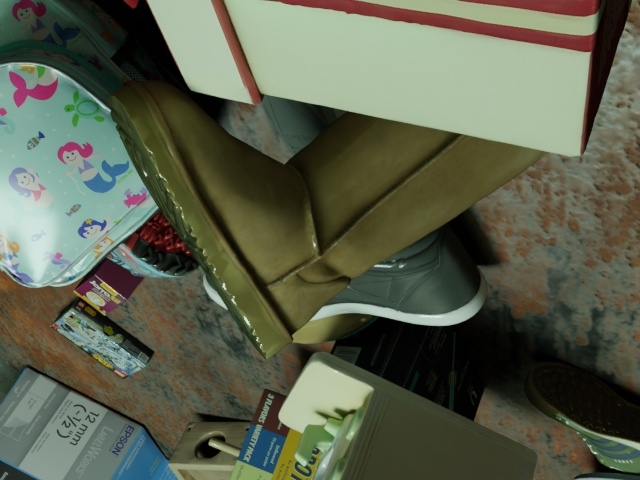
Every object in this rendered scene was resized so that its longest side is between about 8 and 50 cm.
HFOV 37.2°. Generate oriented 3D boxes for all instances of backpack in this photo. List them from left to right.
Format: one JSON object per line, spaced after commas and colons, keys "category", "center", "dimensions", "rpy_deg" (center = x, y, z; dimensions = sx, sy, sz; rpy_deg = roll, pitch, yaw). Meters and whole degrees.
{"category": "backpack", "center": [-0.249, -0.101, 0.836], "dimensions": [0.225, 0.191, 0.253], "rpy_deg": [-38, 106, 12]}

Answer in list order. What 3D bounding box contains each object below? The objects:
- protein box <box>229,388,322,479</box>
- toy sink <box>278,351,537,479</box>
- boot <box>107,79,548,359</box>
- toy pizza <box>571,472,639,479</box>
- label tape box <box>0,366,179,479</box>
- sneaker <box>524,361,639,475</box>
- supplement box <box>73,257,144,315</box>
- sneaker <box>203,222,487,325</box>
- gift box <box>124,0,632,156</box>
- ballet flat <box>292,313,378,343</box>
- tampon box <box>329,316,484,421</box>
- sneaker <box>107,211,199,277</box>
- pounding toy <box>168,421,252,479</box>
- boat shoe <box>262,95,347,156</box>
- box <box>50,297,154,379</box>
{"category": "protein box", "center": [0.021, 0.292, 1.173], "dimensions": [0.199, 0.136, 0.201], "rpy_deg": [17, 167, 18]}
{"category": "toy sink", "center": [0.060, 0.235, 0.910], "dimensions": [0.234, 0.131, 0.153], "rpy_deg": [26, 143, -1]}
{"category": "boot", "center": [0.021, -0.075, 0.633], "dimensions": [0.089, 0.269, 0.236], "rpy_deg": [43, 165, 44]}
{"category": "toy pizza", "center": [0.365, 0.289, 1.011], "dimensions": [0.201, 0.032, 0.201], "rpy_deg": [13, 159, 5]}
{"category": "label tape box", "center": [-0.412, 0.405, 1.600], "dimensions": [0.347, 0.249, 0.115], "rpy_deg": [25, 147, 7]}
{"category": "sneaker", "center": [0.288, 0.195, 0.965], "dimensions": [0.192, 0.064, 0.086], "rpy_deg": [22, 141, 5]}
{"category": "supplement box", "center": [-0.272, 0.056, 1.221], "dimensions": [0.055, 0.043, 0.083], "rpy_deg": [41, 145, -14]}
{"category": "sneaker", "center": [0.000, 0.000, 0.897], "dimensions": [0.295, 0.105, 0.147], "rpy_deg": [1, 136, 28]}
{"category": "gift box", "center": [0.029, -0.226, 0.440], "dimensions": [0.258, 0.255, 0.276], "rpy_deg": [13, 149, 20]}
{"category": "ballet flat", "center": [-0.023, 0.070, 1.014], "dimensions": [0.073, 0.080, 0.232], "rpy_deg": [43, 147, -19]}
{"category": "tampon box", "center": [0.090, 0.154, 1.009], "dimensions": [0.101, 0.120, 0.161], "rpy_deg": [1, 137, 33]}
{"category": "sneaker", "center": [-0.254, -0.039, 1.028], "dimensions": [0.262, 0.104, 0.125], "rpy_deg": [44, 146, -21]}
{"category": "pounding toy", "center": [-0.113, 0.320, 1.418], "dimensions": [0.206, 0.094, 0.181], "rpy_deg": [-6, 129, 29]}
{"category": "boat shoe", "center": [-0.006, -0.163, 0.699], "dimensions": [0.118, 0.103, 0.320], "rpy_deg": [16, 144, 53]}
{"category": "box", "center": [-0.319, 0.145, 1.387], "dimensions": [0.137, 0.027, 0.094], "rpy_deg": [40, 144, -15]}
